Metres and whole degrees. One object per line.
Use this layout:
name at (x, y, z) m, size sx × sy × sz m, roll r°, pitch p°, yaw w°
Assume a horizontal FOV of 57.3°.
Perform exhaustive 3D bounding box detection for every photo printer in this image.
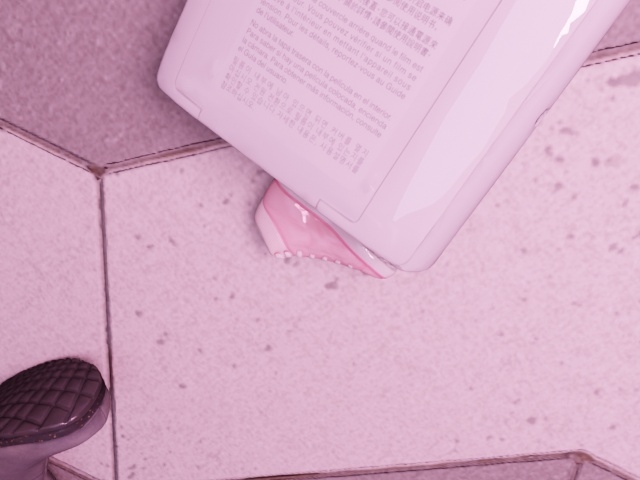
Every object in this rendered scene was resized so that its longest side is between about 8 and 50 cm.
photo printer at (0.053, -0.171, 0.386) m, size 0.256 × 0.107 × 0.307 m, roll 37°, pitch 114°, yaw 13°

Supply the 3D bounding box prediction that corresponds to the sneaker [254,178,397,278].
sneaker at (0.000, 0.000, 0.518) m, size 0.134 × 0.051 × 0.070 m, roll 40°, pitch 114°, yaw -3°

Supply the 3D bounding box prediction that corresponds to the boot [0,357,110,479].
boot at (-0.317, 0.268, 0.657) m, size 0.338 × 0.118 × 0.222 m, roll -19°, pitch 110°, yaw 28°
